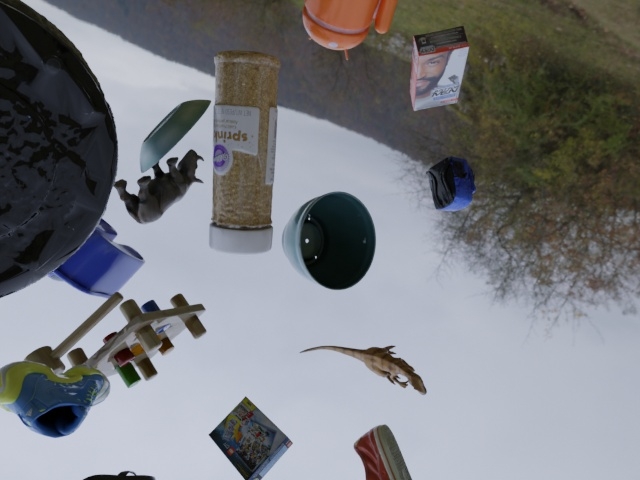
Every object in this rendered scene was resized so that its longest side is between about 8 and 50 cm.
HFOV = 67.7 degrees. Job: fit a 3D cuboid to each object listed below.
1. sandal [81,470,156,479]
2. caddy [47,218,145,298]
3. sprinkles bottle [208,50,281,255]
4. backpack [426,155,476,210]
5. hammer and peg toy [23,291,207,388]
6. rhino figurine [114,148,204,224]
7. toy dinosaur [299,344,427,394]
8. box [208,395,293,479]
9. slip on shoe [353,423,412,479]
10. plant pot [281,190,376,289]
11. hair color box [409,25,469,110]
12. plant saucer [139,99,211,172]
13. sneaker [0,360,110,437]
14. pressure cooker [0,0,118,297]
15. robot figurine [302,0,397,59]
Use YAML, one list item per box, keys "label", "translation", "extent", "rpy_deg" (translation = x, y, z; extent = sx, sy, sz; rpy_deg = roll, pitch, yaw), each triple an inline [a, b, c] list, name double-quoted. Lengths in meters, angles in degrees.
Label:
- label: "sandal"
  translation: [-0.520, 0.628, 1.237]
  extent: [0.054, 0.097, 0.254]
  rpy_deg: [51, 180, 38]
- label: "caddy"
  translation: [-0.613, 0.036, 1.222]
  extent: [0.241, 0.179, 0.341]
  rpy_deg: [42, 170, 8]
- label: "sprinkles bottle"
  translation: [-0.141, -0.155, 0.883]
  extent: [0.121, 0.355, 0.121]
  rpy_deg: [4, -169, -1]
- label: "backpack"
  translation: [0.331, -0.133, 1.178]
  extent: [0.101, 0.120, 0.098]
  rpy_deg: [5, 160, -21]
- label: "hammer and peg toy"
  translation: [-0.434, 0.237, 1.070]
  extent: [0.127, 0.266, 0.361]
  rpy_deg: [53, -168, 13]
- label: "rhino figurine"
  translation: [-0.322, -0.122, 1.007]
  extent: [0.073, 0.106, 0.243]
  rpy_deg: [11, -143, 22]
- label: "toy dinosaur"
  translation: [0.086, 0.195, 0.795]
  extent: [0.211, 0.064, 0.112]
  rpy_deg: [10, 166, 32]
- label: "box"
  translation: [-0.211, 0.589, 1.415]
  extent: [0.159, 0.044, 0.233]
  rpy_deg: [-44, -142, -20]
- label: "slip on shoe"
  translation: [0.165, 0.601, 1.092]
  extent: [0.123, 0.101, 0.331]
  rpy_deg: [32, -146, -61]
- label: "plant pot"
  translation: [0.000, 0.000, 1.487]
  extent: [0.293, 0.293, 0.196]
  rpy_deg: [3, 179, -38]
- label: "hair color box"
  translation: [0.225, -0.327, 0.924]
  extent: [0.093, 0.053, 0.167]
  rpy_deg: [-9, 158, 5]
- label: "plant saucer"
  translation: [-0.291, -0.212, 0.915]
  extent: [0.037, 0.195, 0.195]
  rpy_deg: [43, -169, -26]
- label: "sneaker"
  translation: [-0.400, 0.263, 0.754]
  extent: [0.126, 0.091, 0.240]
  rpy_deg: [34, 174, 23]
- label: "pressure cooker"
  translation: [-0.503, -0.151, 0.596]
  extent: [0.420, 0.375, 0.370]
  rpy_deg: [27, 166, 35]
- label: "robot figurine"
  translation: [0.042, -0.421, 0.806]
  extent: [0.158, 0.219, 0.128]
  rpy_deg: [-3, -127, -20]
